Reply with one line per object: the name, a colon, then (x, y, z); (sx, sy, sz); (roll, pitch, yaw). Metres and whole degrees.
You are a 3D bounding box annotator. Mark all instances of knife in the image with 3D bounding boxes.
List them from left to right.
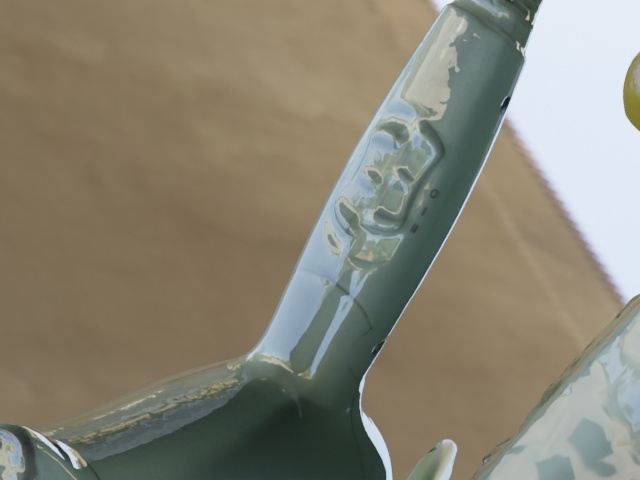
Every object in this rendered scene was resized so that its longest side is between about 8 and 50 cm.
knife: (0.031, 0.155, 0.975); (0.020, 0.043, 0.293); (36, -155, 4)

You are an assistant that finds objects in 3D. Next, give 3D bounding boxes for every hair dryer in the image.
hair dryer: (0.000, 0.000, 0.508); (0.075, 0.237, 0.206); (34, -171, 19)

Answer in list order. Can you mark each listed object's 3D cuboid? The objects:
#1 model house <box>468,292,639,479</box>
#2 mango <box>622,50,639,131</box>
model house: (0.209, 0.123, 0.563); (0.325, 0.194, 0.267); (44, -165, 7)
mango: (0.236, -0.090, 1.000); (0.122, 0.191, 0.085); (-25, -88, -63)
